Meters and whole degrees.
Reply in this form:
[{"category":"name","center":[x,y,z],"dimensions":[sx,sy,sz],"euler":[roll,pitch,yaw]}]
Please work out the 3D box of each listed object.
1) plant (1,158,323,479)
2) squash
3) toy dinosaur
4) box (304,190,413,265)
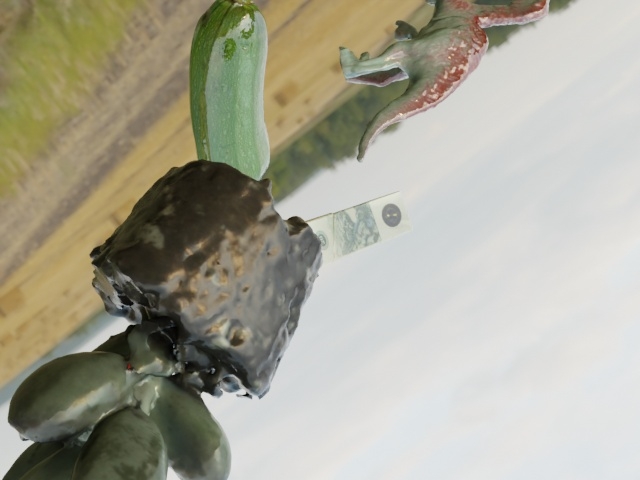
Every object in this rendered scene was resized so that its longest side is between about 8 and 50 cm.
[{"category":"plant","center":[-0.109,0.084,0.772],"dimensions":[0.146,0.149,0.275],"euler":[-34,-155,58]},{"category":"squash","center":[-0.083,-0.126,1.084],"dimensions":[0.077,0.068,0.219],"euler":[-33,141,-30]},{"category":"toy dinosaur","center":[0.089,-0.136,0.910],"dimensions":[0.167,0.053,0.242],"euler":[1,-144,13]},{"category":"box","center":[0.000,-0.001,1.761],"dimensions":[0.164,0.069,0.256],"euler":[-18,-179,38]}]
